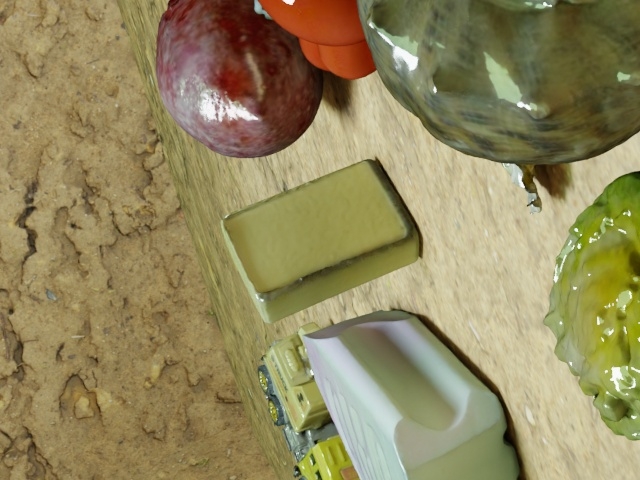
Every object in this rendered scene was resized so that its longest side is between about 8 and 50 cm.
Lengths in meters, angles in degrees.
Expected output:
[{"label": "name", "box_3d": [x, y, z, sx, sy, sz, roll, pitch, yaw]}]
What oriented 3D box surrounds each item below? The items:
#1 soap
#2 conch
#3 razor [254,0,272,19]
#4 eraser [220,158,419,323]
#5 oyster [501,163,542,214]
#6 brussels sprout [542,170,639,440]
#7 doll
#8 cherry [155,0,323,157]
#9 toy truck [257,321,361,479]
[{"label": "soap", "box_3d": [0.093, 0.195, 1.411, 0.347, 0.115, 0.208, -133, 24, -65]}, {"label": "conch", "box_3d": [0.089, -0.126, 0.665, 0.291, 0.159, 0.210, 98, 148, -73]}, {"label": "razor", "box_3d": [-0.058, -0.342, 1.321, 0.106, 0.068, 0.232, 101, 153, -70]}, {"label": "eraser", "box_3d": [0.000, 0.000, 1.341, 0.058, 0.172, 0.117, 79, 165, -54]}, {"label": "oyster", "box_3d": [0.118, -0.085, 0.915, 0.146, 0.045, 0.121, 61, 166, 5]}, {"label": "brussels sprout", "box_3d": [0.180, 0.033, 0.702, 0.181, 0.100, 0.139, 122, 137, -79]}, {"label": "doll", "box_3d": [0.005, -0.218, 1.013, 0.161, 0.130, 0.290, 59, 172, 35]}, {"label": "cherry", "box_3d": [-0.082, -0.176, 1.402, 0.249, 0.175, 0.192, -113, 17, -57]}, {"label": "toy truck", "box_3d": [0.007, 0.254, 1.971, 0.157, 0.124, 0.272, 116, 136, -63]}]
